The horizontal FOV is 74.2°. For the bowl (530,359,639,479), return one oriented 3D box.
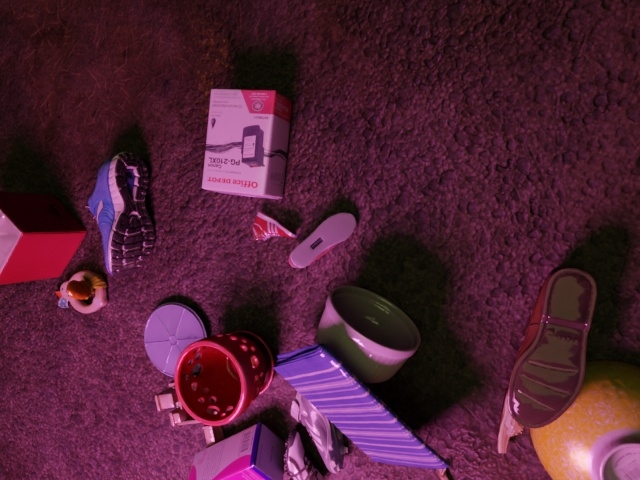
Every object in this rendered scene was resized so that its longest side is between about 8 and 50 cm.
[{"bbox_3d":[0.535,0.376,0.745,0.289,0.156,0.289,1,93,20],"label":"bowl"}]

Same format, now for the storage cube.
[{"bbox_3d":[-0.837,-0.012,1.200,0.183,0.193,0.215,42,106,13],"label":"storage cube"}]

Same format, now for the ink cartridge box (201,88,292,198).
[{"bbox_3d":[-0.173,-0.225,1.003,0.172,0.100,0.237,8,95,20],"label":"ink cartridge box"}]

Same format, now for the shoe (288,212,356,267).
[{"bbox_3d":[0.000,0.000,0.972,0.178,0.081,0.063,-38,92,-12],"label":"shoe"}]

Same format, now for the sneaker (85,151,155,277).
[{"bbox_3d":[-0.544,-0.066,1.145,0.147,0.130,0.330,0,89,34],"label":"sneaker"}]

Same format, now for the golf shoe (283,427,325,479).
[{"bbox_3d":[-0.036,0.543,1.006,0.094,0.077,0.198,-5,97,8],"label":"golf shoe"}]

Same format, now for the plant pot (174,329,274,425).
[{"bbox_3d":[-0.217,0.309,1.000,0.191,0.174,0.191,1,93,19],"label":"plant pot"}]

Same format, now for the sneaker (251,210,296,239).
[{"bbox_3d":[-0.115,-0.018,1.021,0.118,0.042,0.067,30,98,24],"label":"sneaker"}]

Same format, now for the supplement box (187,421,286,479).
[{"bbox_3d":[-0.202,0.551,1.018,0.220,0.111,0.114,-30,116,18],"label":"supplement box"}]

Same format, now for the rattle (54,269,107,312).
[{"bbox_3d":[-0.722,0.160,1.198,0.199,0.143,0.130,-3,110,14],"label":"rattle"}]

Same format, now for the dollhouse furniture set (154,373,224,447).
[{"bbox_3d":[-0.345,0.450,1.058,0.101,0.161,0.182,-15,86,20],"label":"dollhouse furniture set"}]

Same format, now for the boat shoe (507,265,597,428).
[{"bbox_3d":[0.439,0.199,0.798,0.110,0.104,0.307,21,96,20],"label":"boat shoe"}]

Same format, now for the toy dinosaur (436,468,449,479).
[{"bbox_3d":[0.270,0.577,0.912,0.092,0.053,0.183,13,89,34],"label":"toy dinosaur"}]

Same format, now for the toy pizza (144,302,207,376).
[{"bbox_3d":[-0.385,0.265,1.134,0.201,0.032,0.201,0,91,19],"label":"toy pizza"}]

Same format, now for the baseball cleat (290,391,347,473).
[{"bbox_3d":[-0.007,0.438,0.996,0.109,0.072,0.206,-18,81,33],"label":"baseball cleat"}]

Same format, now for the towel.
[{"bbox_3d":[0.067,0.337,0.858,0.336,0.040,0.243,44,145,-6],"label":"towel"}]

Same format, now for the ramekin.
[{"bbox_3d":[0.090,0.196,0.876,0.207,0.207,0.109,32,111,16],"label":"ramekin"}]

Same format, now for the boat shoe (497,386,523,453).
[{"bbox_3d":[0.387,0.368,0.853,0.045,0.050,0.135,10,96,24],"label":"boat shoe"}]
